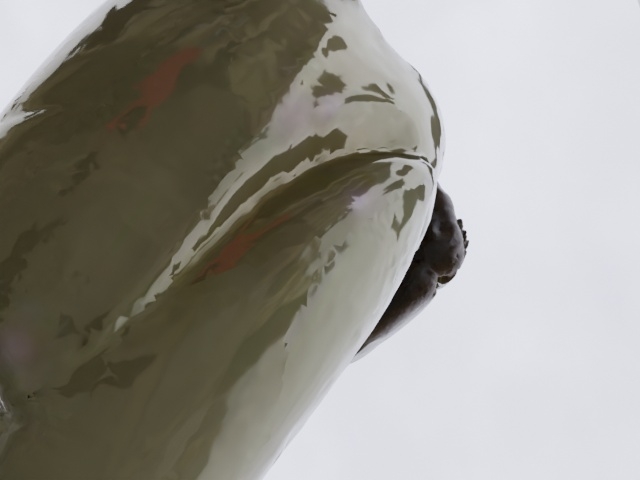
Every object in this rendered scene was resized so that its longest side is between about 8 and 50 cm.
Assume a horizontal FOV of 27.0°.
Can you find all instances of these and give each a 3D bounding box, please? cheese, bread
[{"bbox_3d":[-0.069,0.030,0.445,0.127,0.233,0.266,37,-23,-3],"label":"cheese"},{"bbox_3d":[0.002,-0.001,1.071,0.192,0.210,0.110,54,-21,5],"label":"bread"}]

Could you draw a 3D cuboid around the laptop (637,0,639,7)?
[{"bbox_3d":[0.210,-0.101,0.747,0.016,0.197,0.135,-21,-52,8],"label":"laptop"}]
